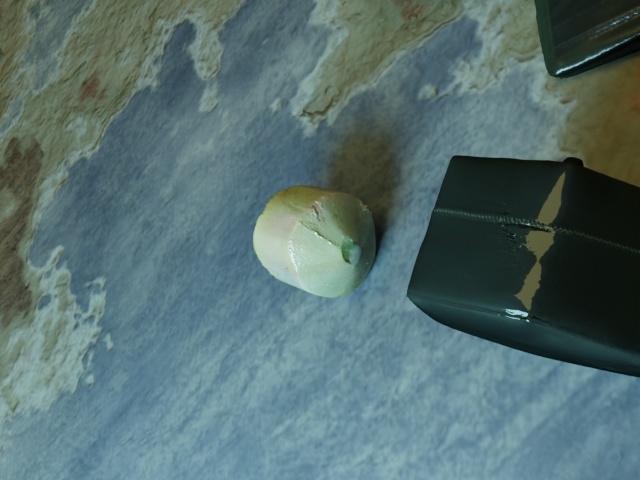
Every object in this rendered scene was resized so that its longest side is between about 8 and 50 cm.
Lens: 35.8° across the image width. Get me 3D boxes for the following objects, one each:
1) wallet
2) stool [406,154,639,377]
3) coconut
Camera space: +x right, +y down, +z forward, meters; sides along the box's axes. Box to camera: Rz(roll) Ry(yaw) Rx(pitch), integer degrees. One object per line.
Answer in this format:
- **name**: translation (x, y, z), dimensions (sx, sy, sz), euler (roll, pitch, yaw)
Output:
- **wallet**: translation (0.309, -0.263, 0.935), dimensions (0.245, 0.052, 0.169), euler (-20, 68, 39)
- **stool**: translation (0.192, 0.022, 0.811), dimensions (0.232, 0.232, 0.141), euler (10, 81, 44)
- **coconut**: translation (0.000, 0.000, 1.066), dimensions (0.122, 0.116, 0.116), euler (22, 88, 50)
